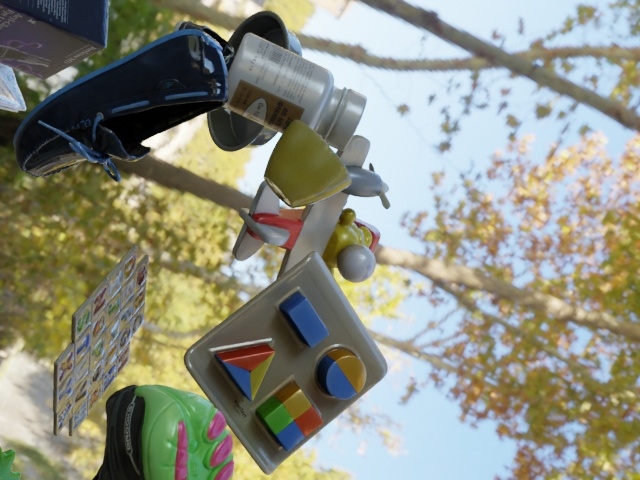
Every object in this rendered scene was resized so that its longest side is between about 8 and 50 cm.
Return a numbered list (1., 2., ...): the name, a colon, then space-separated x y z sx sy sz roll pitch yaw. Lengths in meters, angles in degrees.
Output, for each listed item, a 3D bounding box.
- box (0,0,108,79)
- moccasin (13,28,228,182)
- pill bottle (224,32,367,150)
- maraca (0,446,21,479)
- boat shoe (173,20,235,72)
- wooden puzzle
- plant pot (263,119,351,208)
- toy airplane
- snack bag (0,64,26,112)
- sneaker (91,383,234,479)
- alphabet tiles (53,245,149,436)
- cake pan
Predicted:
1. box: -0.427 -0.329 1.373 0.153 0.207 0.108 -17 -112 36
2. moccasin: -0.276 -0.160 1.297 0.342 0.117 0.137 -27 164 25
3. pill bottle: -0.046 -0.241 1.617 0.131 0.229 0.131 -156 -90 -81
4. maraca: -0.482 0.360 1.322 0.185 0.099 0.127 -42 140 -49
5. boat shoe: -0.202 -0.357 1.874 0.065 0.206 0.075 9 -105 32
6. wooden puzzle: -0.048 0.245 1.892 0.348 0.322 0.080 -40 -157 -18
7. plant pot: -0.031 -0.105 1.499 0.095 0.134 0.134 -43 -171 -9
8. toy airplane: 0.000 0.000 2.152 0.384 0.272 0.386 -41 147 -23
9. snack bag: -0.680 -0.414 1.855 0.037 0.342 0.323 -22 -177 1
10. sneaker: -0.236 0.420 1.386 0.202 0.185 0.483 19 -72 39
11. alphabet tiles: -0.391 0.180 1.746 0.342 0.011 0.285 -60 165 -55
12. cake pan: -0.131 -0.314 1.949 0.293 0.054 0.293 -23 -119 48
